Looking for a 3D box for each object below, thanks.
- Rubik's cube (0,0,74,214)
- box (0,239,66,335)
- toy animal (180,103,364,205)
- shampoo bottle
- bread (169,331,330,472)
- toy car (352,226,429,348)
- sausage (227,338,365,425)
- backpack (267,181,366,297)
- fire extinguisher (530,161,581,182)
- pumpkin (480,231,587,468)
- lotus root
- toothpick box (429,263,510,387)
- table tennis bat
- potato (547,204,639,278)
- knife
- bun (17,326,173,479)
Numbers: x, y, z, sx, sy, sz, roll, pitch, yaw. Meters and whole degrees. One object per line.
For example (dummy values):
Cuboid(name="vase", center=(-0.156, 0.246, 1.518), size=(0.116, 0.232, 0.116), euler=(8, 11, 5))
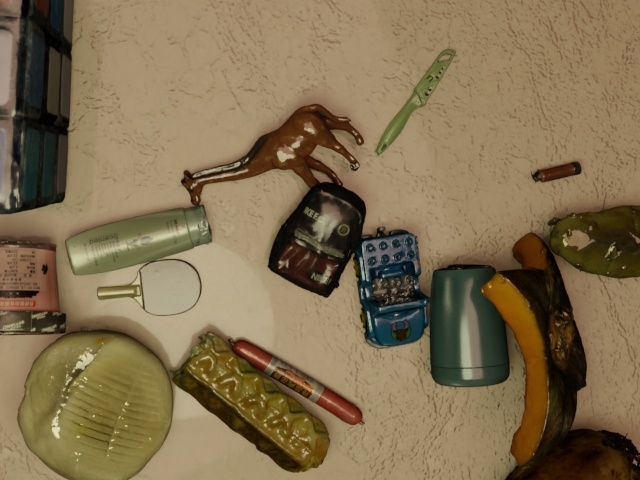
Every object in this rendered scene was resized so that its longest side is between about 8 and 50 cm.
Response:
Cuboid(name="Rubik's cube", center=(-0.514, -0.216, 1.129), size=(0.359, 0.363, 0.361), euler=(2, 90, -6))
Cuboid(name="box", center=(-0.440, 0.067, 1.253), size=(0.151, 0.151, 0.135), euler=(0, 84, -8))
Cuboid(name="toy animal", center=(-0.071, -0.117, 1.339), size=(0.230, 0.066, 0.224), euler=(24, 108, -17))
Cuboid(name="shampoo bottle", center=(-0.270, -0.001, 1.318), size=(0.213, 0.049, 0.072), euler=(-16, 93, -7))
Cuboid(name="bread", center=(-0.099, 0.252, 1.329), size=(0.269, 0.087, 0.098), euler=(40, 85, -8))
Cuboid(name="toy car", center=(0.111, 0.074, 1.346), size=(0.097, 0.100, 0.191), euler=(-9, 96, -9))
Cuboid(name="sausage", center=(-0.036, 0.219, 1.366), size=(0.253, 0.034, 0.034), euler=(32, 87, -6))
Cuboid(name="backpack", center=(-0.003, -0.003, 1.312), size=(0.120, 0.106, 0.165), euler=(22, 110, -3))
Cuboid(name="fire extinguisher", center=(0.376, -0.110, 1.414), size=(0.083, 0.022, 0.028), euler=(-12, 130, -6))
Cuboid(name="pumpkin", center=(0.332, 0.151, 1.322), size=(0.095, 0.258, 0.290), euler=(-11, 98, 31))
Cuboid(name="lotus root", center=(0.367, 0.390, 1.356), size=(0.314, 0.169, 0.141), euler=(-34, 82, -5))
Cuboid(name="toothpick box", center=(0.227, 0.128, 1.356), size=(0.121, 0.120, 0.184), euler=(-2, 89, -8))
Cuboid(name="table tennis bat", center=(-0.260, 0.074, 1.341), size=(0.157, 0.013, 0.086), euler=(-4, 93, -8))
Cuboid(name="potato", center=(0.467, 0.001, 1.393), size=(0.226, 0.090, 0.117), euler=(1, 85, -13))
Cuboid(name="knife", center=(0.151, -0.217, 1.386), size=(0.030, 0.014, 0.207), euler=(35, 86, -6))
Cuboid(name="bun", center=(-0.331, 0.236, 1.278), size=(0.230, 0.145, 0.229), euler=(0, 91, -42))
